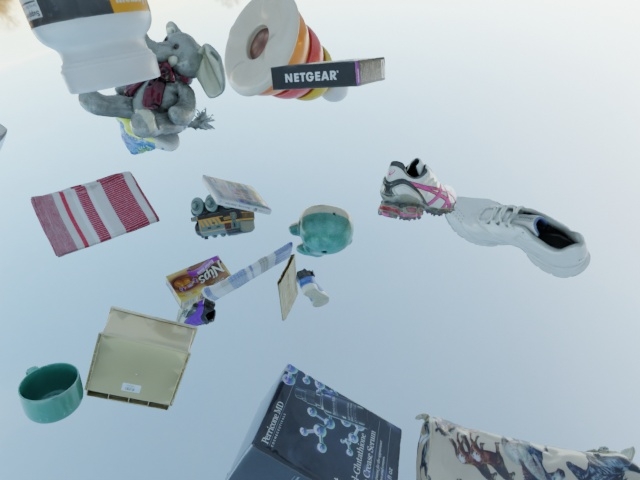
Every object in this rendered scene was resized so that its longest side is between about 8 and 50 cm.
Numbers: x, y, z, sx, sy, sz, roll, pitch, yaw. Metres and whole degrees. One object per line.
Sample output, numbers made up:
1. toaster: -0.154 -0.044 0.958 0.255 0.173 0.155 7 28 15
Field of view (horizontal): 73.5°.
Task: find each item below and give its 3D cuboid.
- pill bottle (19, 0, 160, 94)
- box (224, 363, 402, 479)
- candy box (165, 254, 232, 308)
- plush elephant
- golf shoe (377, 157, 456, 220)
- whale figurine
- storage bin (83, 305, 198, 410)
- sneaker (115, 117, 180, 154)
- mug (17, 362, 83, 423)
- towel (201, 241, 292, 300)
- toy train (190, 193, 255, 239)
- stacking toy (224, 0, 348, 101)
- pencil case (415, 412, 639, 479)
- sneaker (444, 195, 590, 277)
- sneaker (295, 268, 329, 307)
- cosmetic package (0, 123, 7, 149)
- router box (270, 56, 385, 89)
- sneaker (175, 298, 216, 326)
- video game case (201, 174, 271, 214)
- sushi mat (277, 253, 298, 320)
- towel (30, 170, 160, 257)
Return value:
1. pill bottle: -0.326 -0.354 0.576 0.162 0.278 0.162 -9 -153 5
2. box: -0.005 0.584 1.161 0.395 0.212 0.293 30 -152 -1
3. candy box: -0.389 0.132 1.386 0.187 0.053 0.109 -24 -118 -32
4. plush elephant: -0.386 -0.412 1.077 0.272 0.255 0.330 29 -153 31
5. golf shoe: 0.156 -0.079 0.640 0.067 0.086 0.186 16 -163 38
6. whale figurine: 0.000 0.000 1.379 0.216 0.272 0.141 12 -122 -15
7. storage bin: -0.545 0.368 1.305 0.262 0.260 0.123 18 -157 -16
8. sneaker: -0.491 -0.290 1.229 0.240 0.126 0.091 36 -135 21
9. mug: -0.660 0.374 1.059 0.129 0.097 0.158 -8 -153 -22
10. towel: -0.211 0.092 1.256 0.285 0.209 0.034 -30 -95 -11
11. toy train: -0.431 -0.109 1.868 0.334 0.190 0.142 -8 180 29
12. stacking toy: -0.074 -0.623 1.558 0.350 0.350 0.480 29 -168 40
13. pencil case: 0.381 0.452 0.817 0.410 0.160 0.183 7 -134 14
14. sneaker: 0.393 -0.034 0.869 0.297 0.129 0.111 24 -102 31
15. sneaker: -0.024 0.130 1.212 0.058 0.152 0.084 -29 -123 8
16. cosmetic package: -0.739 -0.211 0.660 0.155 0.365 0.197 -23 -145 43
17. router box: 0.016 -0.316 0.813 0.179 0.046 0.133 8 -154 29
18. sneaker: -0.521 0.325 1.800 0.146 0.293 0.102 18 -132 -21
19. video game case: -0.214 -0.117 1.085 0.143 0.019 0.157 10 -157 -35
20. sushi mat: -0.132 0.200 1.755 0.019 0.316 0.151 17 -125 12
21. towel: -0.743 -0.099 1.422 0.329 0.037 0.237 -25 -110 -31
